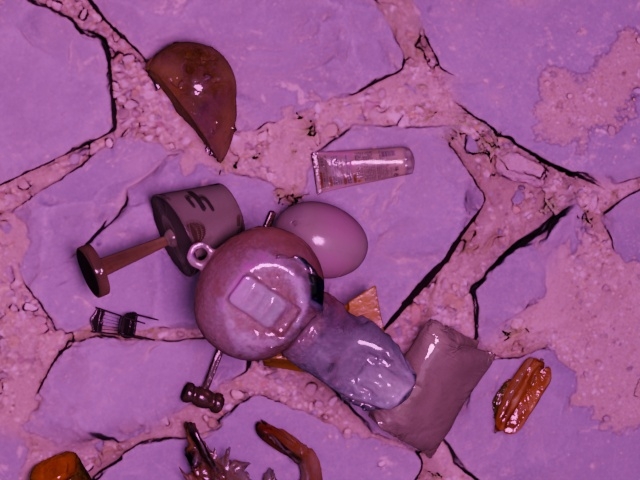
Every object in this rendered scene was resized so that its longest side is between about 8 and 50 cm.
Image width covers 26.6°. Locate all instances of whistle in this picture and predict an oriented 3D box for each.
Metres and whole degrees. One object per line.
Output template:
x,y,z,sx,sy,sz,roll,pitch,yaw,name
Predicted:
-0.028,0.104,1.769,0.348,0.189,0.189,35,87,-12,whistle

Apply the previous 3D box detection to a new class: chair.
-0.265,0.114,1.837,0.086,0.042,0.037,11,93,20,chair

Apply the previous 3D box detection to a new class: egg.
0.000,0.000,1.853,0.135,0.103,0.103,19,91,-14,egg

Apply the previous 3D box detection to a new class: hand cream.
0.061,-0.102,1.897,0.143,0.039,0.061,-7,105,-4,hand cream

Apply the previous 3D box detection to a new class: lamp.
-0.210,0.000,1.788,0.215,0.121,0.121,-23,102,-23,lamp

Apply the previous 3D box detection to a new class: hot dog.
0.292,0.228,1.991,0.056,0.041,0.133,37,79,-16,hot dog

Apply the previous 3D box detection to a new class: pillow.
0.153,0.208,1.918,0.134,0.078,0.181,28,93,-41,pillow

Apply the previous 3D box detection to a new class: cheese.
0.003,0.144,1.870,0.171,0.093,0.126,-11,81,-5,cheese

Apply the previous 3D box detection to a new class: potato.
-0.147,-0.193,1.801,0.101,0.089,0.172,-37,102,-10,potato

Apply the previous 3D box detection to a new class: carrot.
-0.323,0.373,1.824,0.082,0.082,0.173,-30,106,-9,carrot

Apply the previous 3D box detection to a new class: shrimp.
-0.087,0.329,1.896,0.173,0.058,0.253,-37,107,-16,shrimp

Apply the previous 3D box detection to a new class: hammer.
-0.116,0.096,1.877,0.058,0.029,0.292,22,89,-17,hammer
